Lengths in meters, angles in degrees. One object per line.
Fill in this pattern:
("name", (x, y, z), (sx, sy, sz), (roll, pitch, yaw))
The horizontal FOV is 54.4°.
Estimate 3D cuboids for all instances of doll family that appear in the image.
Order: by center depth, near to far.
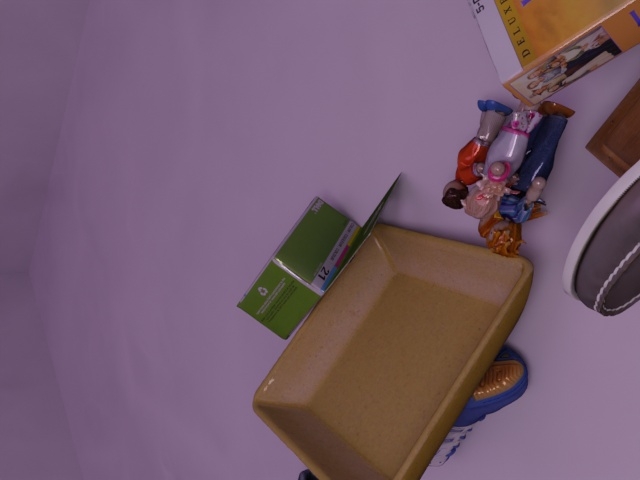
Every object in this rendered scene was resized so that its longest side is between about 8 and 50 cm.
("doll family", (0.214, -0.066, 0.682), (0.263, 0.118, 0.163), (-55, -14, -82))

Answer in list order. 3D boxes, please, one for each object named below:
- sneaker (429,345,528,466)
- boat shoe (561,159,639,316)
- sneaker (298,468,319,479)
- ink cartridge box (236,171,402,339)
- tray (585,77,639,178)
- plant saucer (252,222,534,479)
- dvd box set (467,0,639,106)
("sneaker", (0.161, 0.232, 0.842), (0.296, 0.112, 0.131), (-29, 105, 37))
("boat shoe", (0.312, -0.042, 0.487), (0.305, 0.109, 0.091), (-60, 44, 30))
("sneaker", (0.029, 0.464, 1.010), (0.262, 0.104, 0.125), (19, 105, 50))
("ink cartridge box", (0.000, 0.000, 0.937), (0.097, 0.189, 0.255), (35, 128, -1))
("tray", (0.421, -0.176, 0.484), (0.203, 0.076, 0.411), (56, 133, 34))
("plant saucer", (0.089, 0.150, 0.802), (0.333, 0.081, 0.333), (-55, 27, -9))
("dvd box set", (0.290, -0.342, 0.486), (0.420, 0.062, 0.307), (-30, 58, 35))
